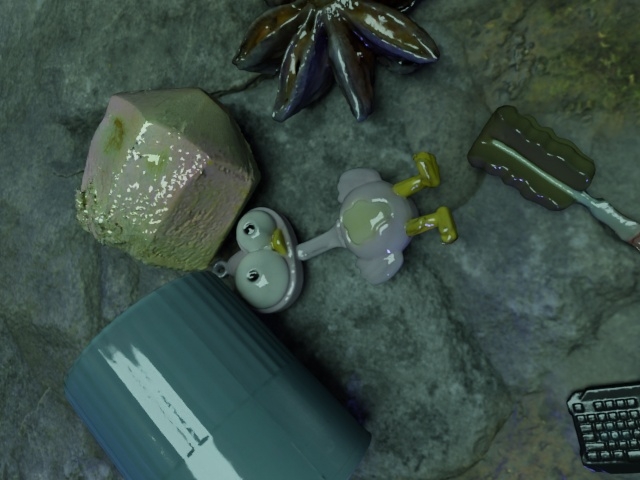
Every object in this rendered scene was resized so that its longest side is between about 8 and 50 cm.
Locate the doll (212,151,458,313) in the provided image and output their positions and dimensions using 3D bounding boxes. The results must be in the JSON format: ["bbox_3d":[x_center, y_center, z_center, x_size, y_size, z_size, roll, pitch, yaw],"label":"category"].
[{"bbox_3d":[0.000,0.000,0.681,0.365,0.094,0.160,-18,80,22],"label":"doll"}]

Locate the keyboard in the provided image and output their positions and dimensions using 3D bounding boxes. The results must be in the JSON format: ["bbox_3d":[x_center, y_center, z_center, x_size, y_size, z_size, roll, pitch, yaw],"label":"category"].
[{"bbox_3d":[0.421,0.199,0.539,0.262,0.016,0.106,-15,85,23],"label":"keyboard"}]

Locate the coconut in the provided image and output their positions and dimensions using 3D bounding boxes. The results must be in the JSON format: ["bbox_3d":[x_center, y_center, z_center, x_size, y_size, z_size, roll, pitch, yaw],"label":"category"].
[{"bbox_3d":[-0.212,-0.100,0.704,0.233,0.233,0.245,34,107,20],"label":"coconut"}]

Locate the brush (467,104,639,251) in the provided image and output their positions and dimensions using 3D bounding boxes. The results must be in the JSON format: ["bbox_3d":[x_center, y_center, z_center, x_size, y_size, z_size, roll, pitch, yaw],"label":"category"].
[{"bbox_3d":[0.313,-0.045,0.567,0.301,0.071,0.084,37,121,10],"label":"brush"}]

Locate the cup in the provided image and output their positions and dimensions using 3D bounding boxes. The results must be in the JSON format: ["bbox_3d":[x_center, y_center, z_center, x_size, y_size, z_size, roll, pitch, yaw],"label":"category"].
[{"bbox_3d":[-0.133,0.235,0.668,0.257,0.331,0.311,-42,79,-11],"label":"cup"}]

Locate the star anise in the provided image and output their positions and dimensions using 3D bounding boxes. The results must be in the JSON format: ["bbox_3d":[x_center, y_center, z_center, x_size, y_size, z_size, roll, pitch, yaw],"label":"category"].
[{"bbox_3d":[0.022,-0.303,0.658,0.331,0.117,0.332,-4,80,25],"label":"star anise"}]
